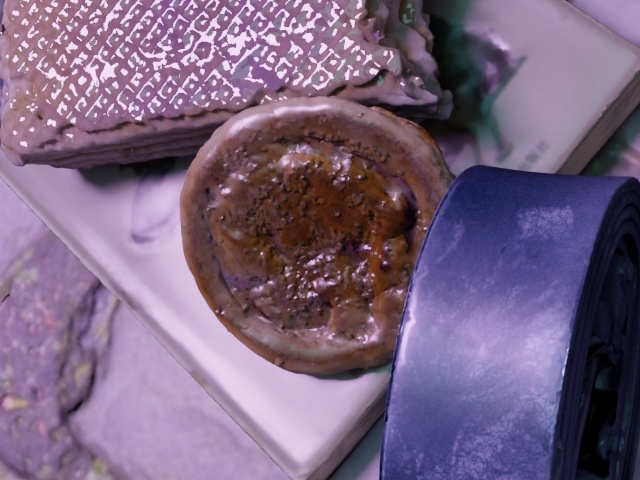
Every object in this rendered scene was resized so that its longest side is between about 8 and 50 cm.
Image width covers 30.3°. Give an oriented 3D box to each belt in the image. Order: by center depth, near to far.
[{"bbox_3d":[0.080,0.066,0.475,0.082,0.141,0.190,7,89,28],"label":"belt"}]

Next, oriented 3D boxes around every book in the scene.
[{"bbox_3d":[-0.049,-0.090,0.631,0.371,0.043,0.260,41,96,26],"label":"book"}]

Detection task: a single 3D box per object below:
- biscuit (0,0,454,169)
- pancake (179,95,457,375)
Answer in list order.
[{"bbox_3d":[-0.051,-0.097,0.580,0.238,0.062,0.108,-6,79,24],"label":"biscuit"},{"bbox_3d":[0.000,0.000,0.533,0.139,0.022,0.140,5,107,15],"label":"pancake"}]
